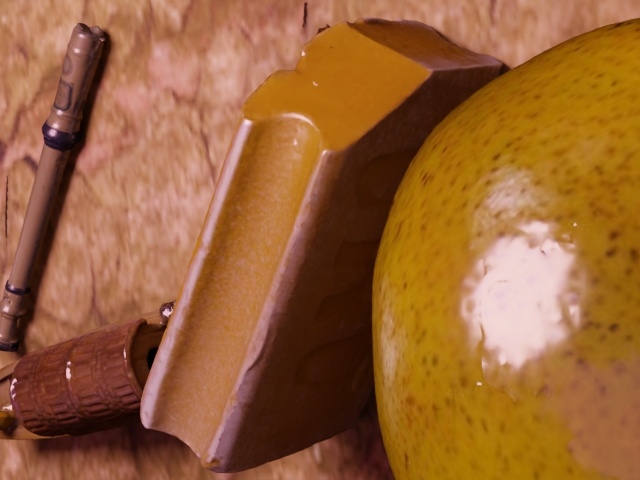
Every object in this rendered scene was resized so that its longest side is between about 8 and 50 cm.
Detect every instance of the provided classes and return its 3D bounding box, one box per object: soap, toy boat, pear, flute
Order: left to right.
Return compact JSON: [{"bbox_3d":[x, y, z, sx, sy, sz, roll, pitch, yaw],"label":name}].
[{"bbox_3d":[-0.181,-0.032,1.034,0.027,0.027,0.233,31,113,29],"label":"flute"},{"bbox_3d":[-0.141,0.086,0.982,0.226,0.088,0.068,-17,87,36],"label":"toy boat"},{"bbox_3d":[0.000,0.000,0.835,0.073,0.140,0.232,31,113,26],"label":"soap"},{"bbox_3d":[0.150,0.046,0.656,0.294,0.294,0.294,5,99,36],"label":"pear"}]
